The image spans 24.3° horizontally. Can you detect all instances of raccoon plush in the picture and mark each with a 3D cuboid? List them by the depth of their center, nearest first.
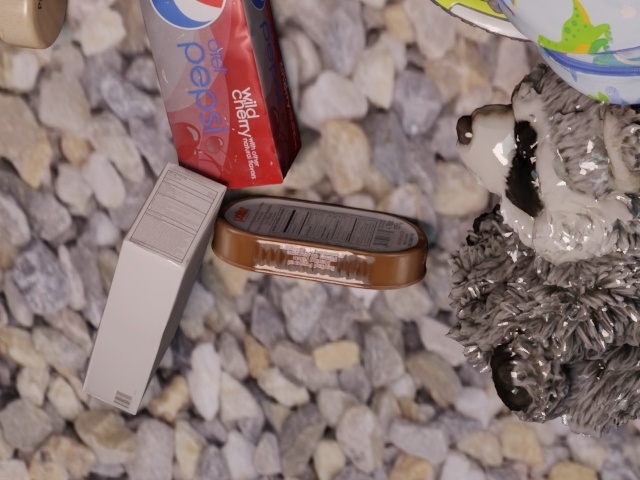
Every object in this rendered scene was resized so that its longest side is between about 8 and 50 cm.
[{"bbox_3d":[0.303,-0.016,1.165,0.446,0.216,0.299,4,137,-22],"label":"raccoon plush"}]

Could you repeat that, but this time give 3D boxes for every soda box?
[{"bbox_3d":[-0.089,-0.176,1.237,0.092,0.083,0.263,-6,114,14],"label":"soda box"}]

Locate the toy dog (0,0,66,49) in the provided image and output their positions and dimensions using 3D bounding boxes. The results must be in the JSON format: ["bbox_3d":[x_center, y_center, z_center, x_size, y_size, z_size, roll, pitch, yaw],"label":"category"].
[{"bbox_3d":[-0.308,-0.292,1.180,0.220,0.161,0.333,-12,112,16],"label":"toy dog"}]

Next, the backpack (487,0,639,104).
[{"bbox_3d":[0.202,-0.256,0.977,0.290,0.355,0.273,-18,110,10],"label":"backpack"}]

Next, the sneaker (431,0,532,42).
[{"bbox_3d":[0.219,-0.212,1.165,0.300,0.111,0.121,6,101,5],"label":"sneaker"}]

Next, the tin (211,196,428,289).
[{"bbox_3d":[0.000,0.000,1.293,0.190,0.106,0.040,8,108,6],"label":"tin"}]

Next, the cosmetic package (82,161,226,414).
[{"bbox_3d":[-0.149,0.046,1.297,0.060,0.099,0.239,25,140,1],"label":"cosmetic package"}]
